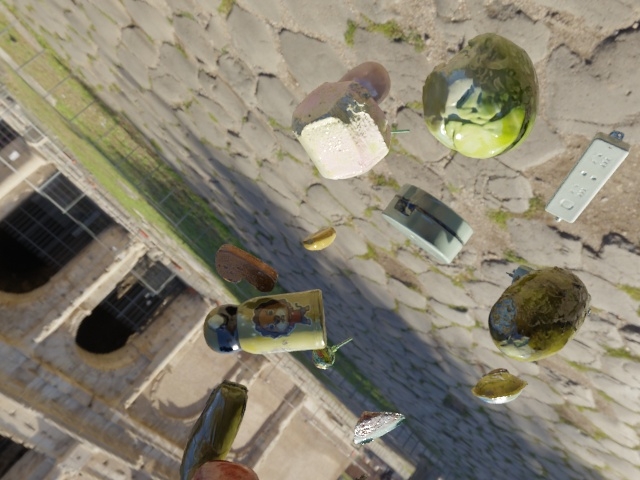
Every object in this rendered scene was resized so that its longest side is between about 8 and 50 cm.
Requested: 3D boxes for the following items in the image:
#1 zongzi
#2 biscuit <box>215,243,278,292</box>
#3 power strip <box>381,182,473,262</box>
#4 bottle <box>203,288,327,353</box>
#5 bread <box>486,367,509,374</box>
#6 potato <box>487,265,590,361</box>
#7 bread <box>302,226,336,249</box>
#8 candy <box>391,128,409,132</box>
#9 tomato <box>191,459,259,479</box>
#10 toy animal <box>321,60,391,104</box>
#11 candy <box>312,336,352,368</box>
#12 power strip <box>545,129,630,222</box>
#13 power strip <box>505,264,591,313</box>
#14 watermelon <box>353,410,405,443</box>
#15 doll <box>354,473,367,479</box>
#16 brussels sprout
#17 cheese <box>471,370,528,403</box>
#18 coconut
[{"bbox_3d":[-0.293,0.555,1.223,0.122,0.260,0.289,27,-164,-11],"label":"zongzi"},{"bbox_3d":[-0.212,0.089,1.283,0.192,0.036,0.186,29,146,5],"label":"biscuit"},{"bbox_3d":[0.412,-0.074,1.767,0.357,0.161,0.357,37,-177,-2],"label":"power strip"},{"bbox_3d":[-0.161,0.246,1.301,0.171,0.350,0.172,173,90,-89],"label":"bottle"},{"bbox_3d":[0.667,0.545,1.721,0.126,0.129,0.044,54,-179,-25],"label":"bread"},{"bbox_3d":[0.404,0.132,0.825,0.113,0.251,0.150,-11,98,53],"label":"potato"},{"bbox_3d":[0.000,0.000,1.483,0.082,0.115,0.056,-13,104,47],"label":"bread"},{"bbox_3d":[0.178,-0.338,1.415,0.202,0.061,0.061,-2,148,12],"label":"candy"},{"bbox_3d":[-0.215,0.548,0.964,0.167,0.167,0.167,36,161,14],"label":"tomato"},{"bbox_3d":[0.124,-0.560,1.776,0.326,0.269,0.237,-29,110,30],"label":"toy animal"},{"bbox_3d":[0.065,0.448,1.852,0.091,0.083,0.305,51,-154,17],"label":"candy"},{"bbox_3d":[0.787,-0.176,1.349,0.098,0.058,0.338,31,140,17],"label":"power strip"},{"bbox_3d":[0.606,0.134,1.206,0.226,0.029,0.080,29,124,36],"label":"power strip"},{"bbox_3d":[0.183,0.587,1.460,0.094,0.180,0.081,104,148,-42],"label":"watermelon"},{"bbox_3d":[0.158,1.006,1.792,0.057,0.139,0.165,9,147,39],"label":"doll"},{"bbox_3d":[0.422,-0.373,1.201,0.344,0.344,0.268,46,158,-17],"label":"brussels sprout"},{"bbox_3d":[0.586,0.474,1.487,0.270,0.176,0.069,-2,-104,-73],"label":"cheese"},{"bbox_3d":[0.069,-0.281,1.196,0.233,0.233,0.245,17,156,51],"label":"coconut"}]
